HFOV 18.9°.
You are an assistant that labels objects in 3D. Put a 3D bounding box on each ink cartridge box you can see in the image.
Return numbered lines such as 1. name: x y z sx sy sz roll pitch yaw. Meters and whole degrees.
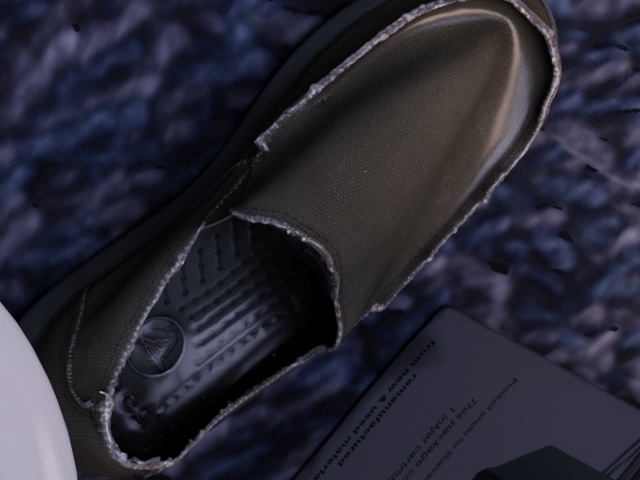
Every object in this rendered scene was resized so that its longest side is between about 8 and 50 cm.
1. ink cartridge box: 0.136 0.162 0.673 0.121 0.289 0.211 -49 117 -6

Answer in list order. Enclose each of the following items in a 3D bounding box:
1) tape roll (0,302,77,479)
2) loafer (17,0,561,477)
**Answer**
1. tape roll: -0.210 0.074 0.563 0.246 0.169 0.246 -6 105 -23
2. loafer: 0.000 0.000 0.684 0.251 0.087 0.094 -44 116 -8
